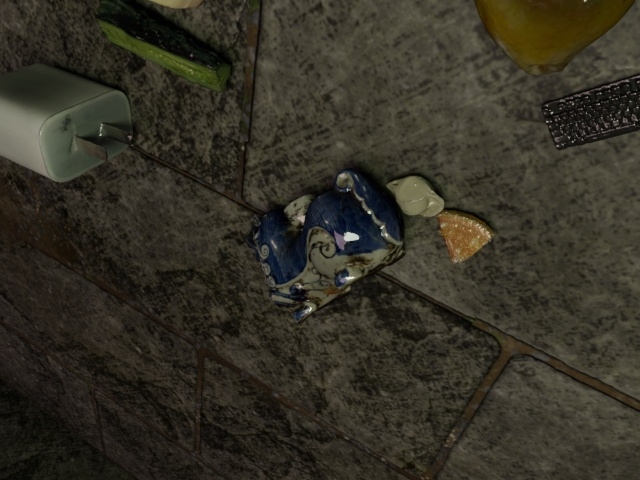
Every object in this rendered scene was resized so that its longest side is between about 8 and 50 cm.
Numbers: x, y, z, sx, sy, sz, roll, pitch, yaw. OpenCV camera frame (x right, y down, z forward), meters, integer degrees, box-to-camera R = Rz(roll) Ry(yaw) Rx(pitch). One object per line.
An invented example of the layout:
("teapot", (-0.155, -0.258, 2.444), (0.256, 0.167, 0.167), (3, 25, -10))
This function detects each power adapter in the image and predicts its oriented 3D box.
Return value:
("power adapter", (-0.433, -0.195, 0.934), (0.255, 0.187, 0.124), (23, 132, 19))

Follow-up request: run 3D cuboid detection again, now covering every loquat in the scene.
("loquat", (0.207, -0.243, 0.479), (0.152, 0.152, 0.195), (13, 115, 27))

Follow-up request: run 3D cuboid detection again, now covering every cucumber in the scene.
("cucumber", (-0.222, -0.293, 0.810), (0.211, 0.062, 0.078), (26, 167, 10))

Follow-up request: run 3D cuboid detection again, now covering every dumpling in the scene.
("dumpling", (0.131, -0.060, 0.742), (0.076, 0.057, 0.052), (-15, 68, 28))

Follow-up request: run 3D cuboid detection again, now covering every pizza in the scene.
("pizza", (0.192, -0.005, 0.747), (0.083, 0.025, 0.078), (28, 129, 25))

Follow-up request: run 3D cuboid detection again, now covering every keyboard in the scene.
("keyboard", (0.330, -0.142, 0.558), (0.195, 0.018, 0.060), (-12, 116, 41))

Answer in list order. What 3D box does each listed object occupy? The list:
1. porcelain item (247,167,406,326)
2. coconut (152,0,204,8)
("porcelain item", (0.000, 0.000, 0.827), (0.186, 0.138, 0.288), (59, 141, 9))
("coconut", (-0.172, -0.388, 0.582), (0.244, 0.239, 0.239), (-25, 105, 43))
